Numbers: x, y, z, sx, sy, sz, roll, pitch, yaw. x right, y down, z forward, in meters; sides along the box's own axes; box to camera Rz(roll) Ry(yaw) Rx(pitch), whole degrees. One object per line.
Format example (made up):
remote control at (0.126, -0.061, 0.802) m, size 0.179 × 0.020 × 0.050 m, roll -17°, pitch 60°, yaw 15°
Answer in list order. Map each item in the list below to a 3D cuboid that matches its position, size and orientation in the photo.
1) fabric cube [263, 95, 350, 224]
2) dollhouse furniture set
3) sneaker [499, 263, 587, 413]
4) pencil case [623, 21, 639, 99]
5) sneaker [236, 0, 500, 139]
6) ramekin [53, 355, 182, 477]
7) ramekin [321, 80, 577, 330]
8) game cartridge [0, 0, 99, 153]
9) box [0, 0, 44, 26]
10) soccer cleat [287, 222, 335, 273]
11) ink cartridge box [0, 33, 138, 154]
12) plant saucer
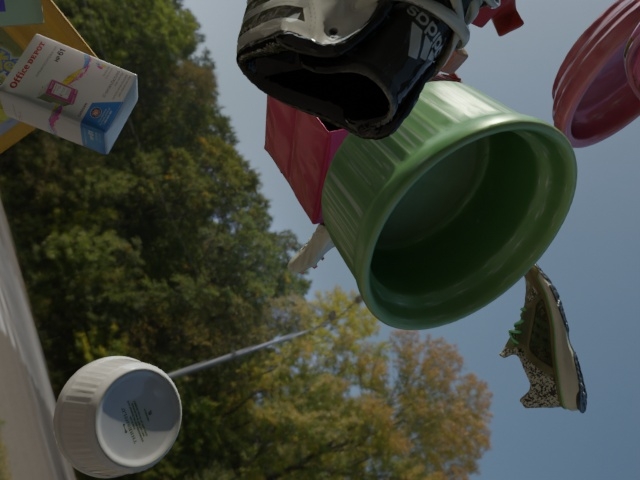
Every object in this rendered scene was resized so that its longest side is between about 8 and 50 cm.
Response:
fabric cube at (0.050, -0.236, 1.307) m, size 0.259 × 0.254 × 0.258 m, roll 57°, pitch -25°, yaw 30°
dollhouse furniture set at (0.330, -0.411, 1.456) m, size 0.374 × 0.201 × 0.152 m, roll -45°, pitch -126°, yaw 39°
sneaker at (0.530, 0.238, 1.593) m, size 0.158 × 0.182 × 0.410 m, roll 31°, pitch 46°, yaw -60°
pencil case at (0.446, -0.298, 0.635) m, size 0.160 × 0.386 × 0.167 m, roll 29°, pitch -19°, yaw 9°
sneaker at (0.128, -0.194, 0.446) m, size 0.448 × 0.169 × 0.257 m, roll -9°, pitch -123°, yaw 33°
ramekin at (-0.431, 0.390, 1.403) m, size 0.127 × 0.273 × 0.272 m, roll -12°, pitch -85°, yaw 42°
ramekin at (0.149, -0.047, 0.793) m, size 0.148 × 0.304 × 0.303 m, roll 54°, pitch -29°, yaw 42°
game cartridge at (-0.592, -0.309, 1.145) m, size 0.052 × 0.324 × 0.285 m, roll 51°, pitch -4°, yaw 33°
box at (-0.396, -0.300, 0.552) m, size 0.117 × 0.243 × 0.213 m, roll 26°, pitch -55°, yaw 34°
soccer cleat at (0.000, 0.000, 1.408) m, size 0.076 × 0.196 × 0.068 m, roll 51°, pitch 10°, yaw -29°
ink cartridge box at (-0.283, -0.165, 0.717) m, size 0.052 × 0.123 × 0.088 m, roll 121°, pitch -12°, yaw -64°
plant saucer at (0.528, -0.311, 1.096) m, size 0.084 × 0.332 × 0.332 m, roll 53°, pitch -29°, yaw 27°
